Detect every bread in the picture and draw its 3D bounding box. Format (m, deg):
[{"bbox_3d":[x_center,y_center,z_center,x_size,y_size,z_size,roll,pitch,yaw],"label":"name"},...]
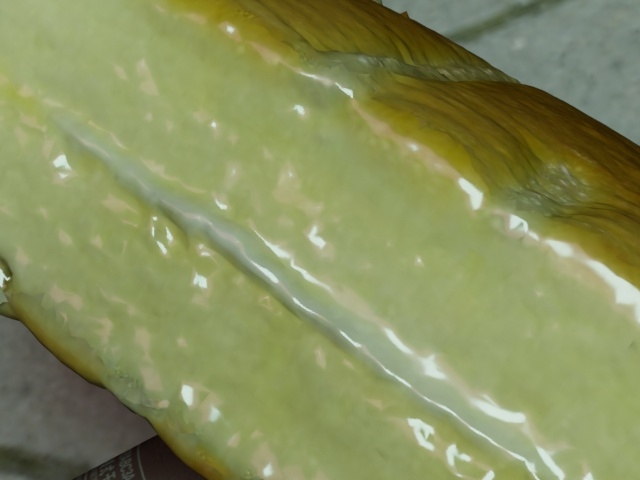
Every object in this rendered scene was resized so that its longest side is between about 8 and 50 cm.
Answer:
[{"bbox_3d":[0.031,0.003,0.562,0.239,0.246,0.111,36,104,14],"label":"bread"}]

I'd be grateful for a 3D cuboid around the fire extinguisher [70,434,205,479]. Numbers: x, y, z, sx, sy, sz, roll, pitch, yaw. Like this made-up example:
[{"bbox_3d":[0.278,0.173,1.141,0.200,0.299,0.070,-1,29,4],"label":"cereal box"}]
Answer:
[{"bbox_3d":[-0.074,0.129,0.622,0.269,0.105,0.104,-27,65,1],"label":"fire extinguisher"}]
